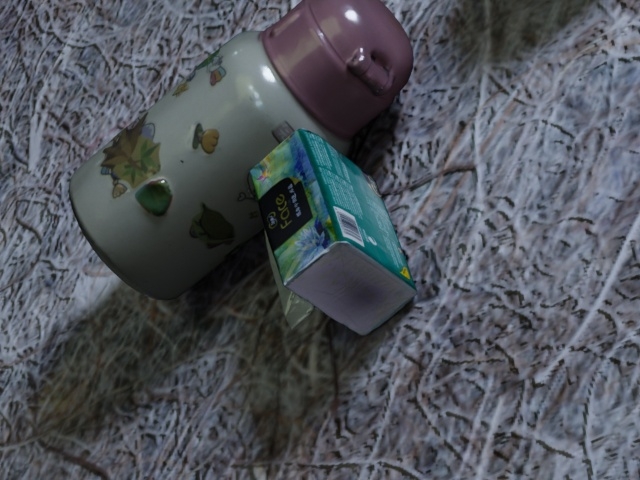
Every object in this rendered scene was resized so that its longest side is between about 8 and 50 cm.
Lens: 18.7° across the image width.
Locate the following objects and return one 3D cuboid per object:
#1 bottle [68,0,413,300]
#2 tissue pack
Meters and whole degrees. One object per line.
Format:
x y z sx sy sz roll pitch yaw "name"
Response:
-0.048 -0.075 1.335 0.253 0.120 0.120 -38 43 17 "bottle"
0.000 0.001 1.259 0.079 0.085 0.111 -39 43 20 "tissue pack"
